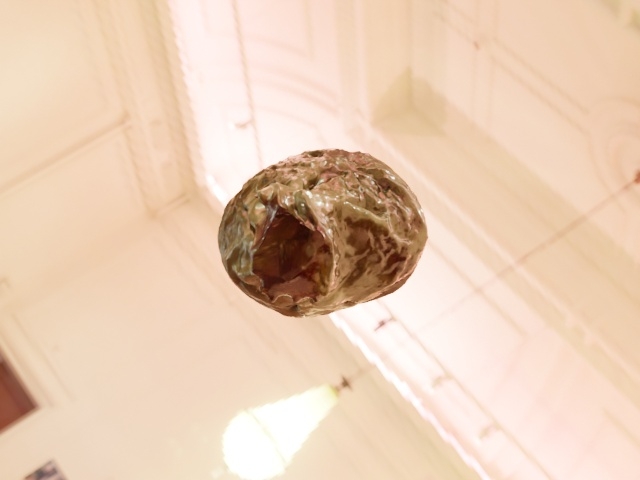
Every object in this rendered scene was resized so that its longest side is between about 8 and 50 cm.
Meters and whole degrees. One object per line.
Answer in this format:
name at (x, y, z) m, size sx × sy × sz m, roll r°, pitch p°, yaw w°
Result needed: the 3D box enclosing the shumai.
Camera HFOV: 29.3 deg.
shumai at (0.000, -0.001, 0.698) m, size 0.087 × 0.124 × 0.099 m, roll -79°, pitch 151°, yaw -84°
